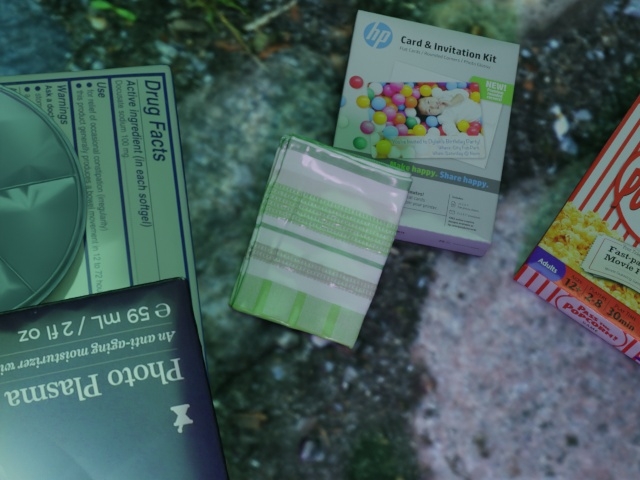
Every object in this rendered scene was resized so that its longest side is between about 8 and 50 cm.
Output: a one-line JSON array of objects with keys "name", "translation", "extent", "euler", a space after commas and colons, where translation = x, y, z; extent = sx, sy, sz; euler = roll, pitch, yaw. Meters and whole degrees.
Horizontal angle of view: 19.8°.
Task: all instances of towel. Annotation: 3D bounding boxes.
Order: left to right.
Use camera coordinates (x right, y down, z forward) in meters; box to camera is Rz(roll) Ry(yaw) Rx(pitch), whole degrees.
[{"name": "towel", "translation": [0.000, 0.000, 1.480], "extent": [0.113, 0.023, 0.152], "euler": [18, 92, 0]}]

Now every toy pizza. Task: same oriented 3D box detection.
[{"name": "toy pizza", "translation": [-0.269, -0.024, 1.315], "extent": [0.201, 0.032, 0.201], "euler": [3, 70, -7]}]

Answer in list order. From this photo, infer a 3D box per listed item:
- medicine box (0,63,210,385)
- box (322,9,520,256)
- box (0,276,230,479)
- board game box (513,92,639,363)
[{"name": "medicine box", "translation": [-0.242, 0.021, 1.400], "extent": [0.289, 0.149, 0.263], "euler": [-5, 73, -10]}, {"name": "box", "translation": [0.084, -0.091, 1.543], "extent": [0.145, 0.038, 0.186], "euler": [12, 69, -4]}, {"name": "box", "translation": [-0.202, 0.202, 1.185], "extent": [0.296, 0.183, 0.294], "euler": [-12, 81, -10]}, {"name": "board game box", "translation": [0.275, -0.007, 1.536], "extent": [0.147, 0.045, 0.193], "euler": [34, 70, 4]}]
